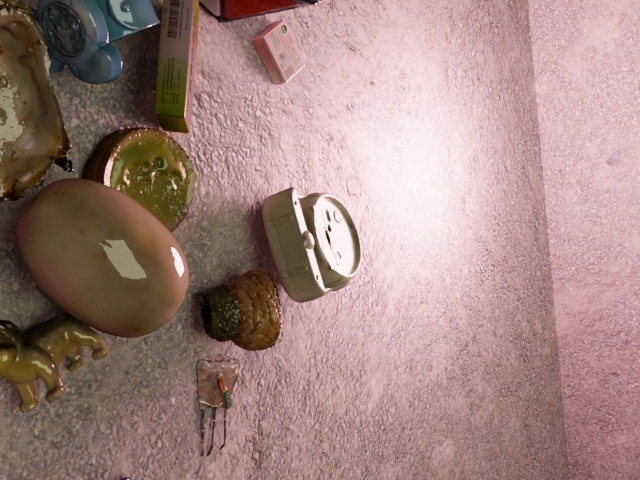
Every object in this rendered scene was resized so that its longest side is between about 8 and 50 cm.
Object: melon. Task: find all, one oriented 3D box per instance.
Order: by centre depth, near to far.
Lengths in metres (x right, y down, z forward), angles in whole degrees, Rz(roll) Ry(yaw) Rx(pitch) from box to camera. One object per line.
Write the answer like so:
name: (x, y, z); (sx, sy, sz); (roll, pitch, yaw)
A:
melon: (-0.368, 0.034, 1.175); (0.317, 0.223, 0.223); (45, 59, -27)

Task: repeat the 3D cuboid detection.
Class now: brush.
brush: (-0.488, 0.103, 1.234); (0.016, 0.013, 0.084); (-54, 137, -26)
brush: (-0.216, 0.341, 1.539); (0.018, 0.021, 0.083); (-21, 104, -45)

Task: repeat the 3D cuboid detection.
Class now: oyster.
oyster: (-0.545, -0.237, 1.089); (0.221, 0.096, 0.361); (-22, 108, -41)

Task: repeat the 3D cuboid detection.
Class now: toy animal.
toy animal: (-0.487, 0.195, 1.165); (0.233, 0.121, 0.169); (-28, 94, -51)

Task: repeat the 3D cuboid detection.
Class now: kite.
kite: (-0.234, 0.372, 1.542); (0.127, 0.016, 0.229); (4, 88, -46)

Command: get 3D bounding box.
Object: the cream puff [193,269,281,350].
cream puff: (-0.190, 0.154, 1.492); (0.169, 0.183, 0.183); (-2, 94, -26)

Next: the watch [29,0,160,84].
watch: (-0.394, -0.392, 1.202); (0.193, 0.211, 0.211); (-46, 126, -50)

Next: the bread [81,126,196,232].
bread: (-0.351, -0.110, 1.336); (0.236, 0.070, 0.236); (-6, 98, -50)

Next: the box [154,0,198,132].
box: (-0.278, -0.353, 1.332); (0.062, 0.175, 0.261); (5, 89, -8)

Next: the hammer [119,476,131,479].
hammer: (-0.431, 0.518, 1.287); (0.194, 0.069, 0.116); (-36, 117, -47)

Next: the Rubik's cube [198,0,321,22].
Rubik's cube: (-0.146, -0.661, 1.363); (0.307, 0.305, 0.310); (31, 69, -46)

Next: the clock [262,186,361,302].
clock: (0.000, 0.000, 1.665); (0.324, 0.108, 0.265); (-11, 82, -60)

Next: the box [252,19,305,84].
box: (-0.099, -0.449, 1.627); (0.089, 0.043, 0.125); (-49, 127, -35)
